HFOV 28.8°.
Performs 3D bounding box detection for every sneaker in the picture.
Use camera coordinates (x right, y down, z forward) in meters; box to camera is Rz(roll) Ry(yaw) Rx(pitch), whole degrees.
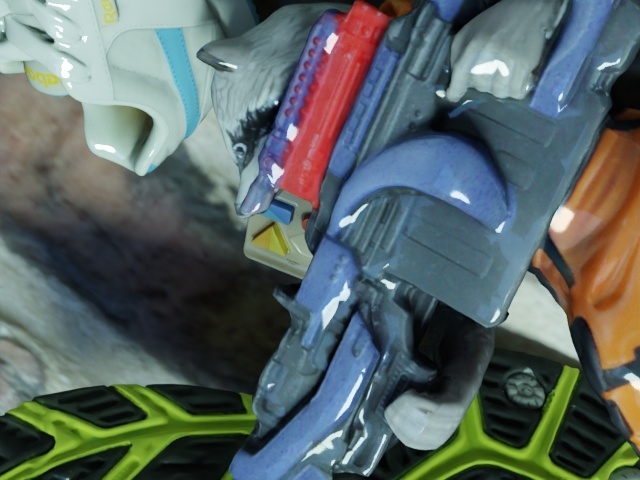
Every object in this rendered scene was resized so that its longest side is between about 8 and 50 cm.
[{"bbox_3d":[-0.097,-0.111,0.497,0.087,0.092,0.228,20,162,31],"label":"sneaker"},{"bbox_3d":[0.014,0.149,0.639,0.385,0.145,0.147,2,139,-4],"label":"sneaker"}]

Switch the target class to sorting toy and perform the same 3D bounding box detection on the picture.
[{"bbox_3d":[0.000,0.000,0.651,0.083,0.012,0.062,22,131,10],"label":"sorting toy"}]

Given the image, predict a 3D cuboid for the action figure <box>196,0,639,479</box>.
[{"bbox_3d":[0.083,0.024,0.528,0.330,0.178,0.341,34,108,5],"label":"action figure"}]
